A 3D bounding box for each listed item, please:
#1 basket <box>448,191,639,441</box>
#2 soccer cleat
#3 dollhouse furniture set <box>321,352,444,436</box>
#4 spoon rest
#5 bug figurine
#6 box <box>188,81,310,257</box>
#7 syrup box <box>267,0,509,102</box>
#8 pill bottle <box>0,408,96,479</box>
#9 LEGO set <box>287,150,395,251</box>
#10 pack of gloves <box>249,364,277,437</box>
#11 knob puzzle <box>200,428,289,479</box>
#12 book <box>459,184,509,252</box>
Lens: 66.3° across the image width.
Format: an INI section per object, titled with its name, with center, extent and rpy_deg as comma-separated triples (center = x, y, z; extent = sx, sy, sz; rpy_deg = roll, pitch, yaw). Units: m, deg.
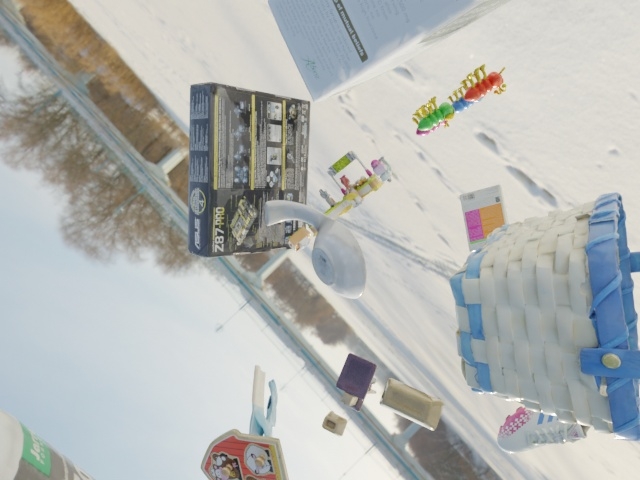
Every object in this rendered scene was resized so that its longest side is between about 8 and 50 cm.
[basket]
center = 0.292, 0.057, 0.462
extent = 0.289, 0.255, 0.200
rpy_deg = -11, 99, 38
[soccer cleat]
center = 0.641, 0.511, 1.357
extent = 0.116, 0.331, 0.143
rpy_deg = 42, -164, -19
[dollhouse furniture set]
center = 0.076, 0.194, 0.556
extent = 0.115, 0.090, 0.081
rpy_deg = 19, 171, 24
[spoon rest]
center = 0.000, 0.000, 0.901
extent = 0.276, 0.084, 0.137
rpy_deg = 41, 140, 40
[bug figurine]
center = 0.318, -0.319, 1.156
extent = 0.072, 0.216, 0.279
rpy_deg = 59, -171, -3
[box]
center = -0.167, -0.166, 1.218
extent = 0.097, 0.394, 0.318
rpy_deg = 10, -169, 41
[syrup box]
center = 0.066, -0.182, 0.325
extent = 0.237, 0.093, 0.096
rpy_deg = -5, 115, 60
[pill bottle]
center = -0.383, 0.320, 0.549
extent = 0.204, 0.204, 0.360
rpy_deg = 42, 160, 51
[LEGO set]
center = 0.026, -0.103, 1.099
extent = 0.107, 0.287, 0.132
rpy_deg = 52, -166, -6
[pack of gloves]
center = -0.126, 0.450, 1.227
extent = 0.195, 0.046, 0.231
rpy_deg = 66, -158, -59
[knob puzzle]
center = -0.154, 0.455, 0.949
extent = 0.213, 0.213, 0.030
rpy_deg = 47, -153, 2
[book]
center = 0.386, -0.050, 1.149
extent = 0.035, 0.096, 0.144
rpy_deg = 19, -118, -55
